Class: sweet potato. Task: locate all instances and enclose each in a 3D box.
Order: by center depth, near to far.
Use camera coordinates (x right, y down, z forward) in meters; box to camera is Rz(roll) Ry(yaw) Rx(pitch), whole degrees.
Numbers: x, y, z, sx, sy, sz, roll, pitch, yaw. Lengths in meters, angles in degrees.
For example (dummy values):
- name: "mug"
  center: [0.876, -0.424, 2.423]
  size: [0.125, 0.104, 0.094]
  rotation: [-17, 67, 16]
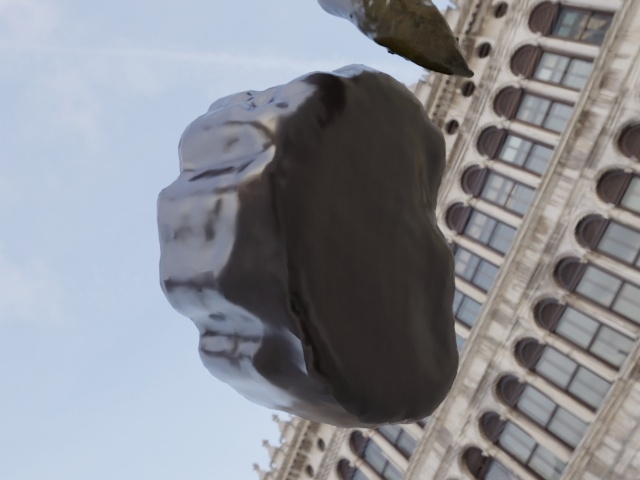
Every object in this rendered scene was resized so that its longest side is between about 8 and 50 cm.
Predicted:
- name: "sweet potato"
  center: [0.023, -0.321, 0.612]
  size: [0.130, 0.423, 0.131]
  rotation: [-19, -30, -12]

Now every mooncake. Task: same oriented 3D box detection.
- name: "mooncake"
  center: [0.000, 0.000, 0.632]
  size: [0.350, 0.212, 0.382]
  rotation: [39, -127, -46]
